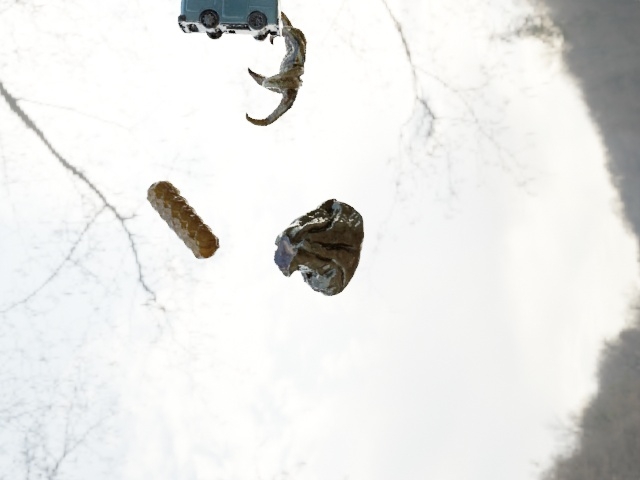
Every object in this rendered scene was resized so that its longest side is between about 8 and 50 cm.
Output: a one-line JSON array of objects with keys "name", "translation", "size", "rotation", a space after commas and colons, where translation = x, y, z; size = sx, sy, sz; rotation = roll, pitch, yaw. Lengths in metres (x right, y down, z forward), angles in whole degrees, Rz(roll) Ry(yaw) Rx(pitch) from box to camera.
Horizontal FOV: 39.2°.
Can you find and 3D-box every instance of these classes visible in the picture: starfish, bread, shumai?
[{"name": "starfish", "translation": [-0.070, -0.285, 1.477], "size": [0.146, 0.074, 0.190], "rotation": [132, 147, -57]}, {"name": "bread", "translation": [-0.207, -0.033, 1.352], "size": [0.052, 0.157, 0.044], "rotation": [-18, -33, -47]}, {"name": "shumai", "translation": [0.002, 0.003, 2.050], "size": [0.218, 0.184, 0.185], "rotation": [-62, -26, -1]}]

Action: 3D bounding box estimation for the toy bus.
[{"name": "toy bus", "translation": [-0.108, -0.284, 1.086], "size": [0.060, 0.123, 0.075], "rotation": [80, -168, -87]}]
